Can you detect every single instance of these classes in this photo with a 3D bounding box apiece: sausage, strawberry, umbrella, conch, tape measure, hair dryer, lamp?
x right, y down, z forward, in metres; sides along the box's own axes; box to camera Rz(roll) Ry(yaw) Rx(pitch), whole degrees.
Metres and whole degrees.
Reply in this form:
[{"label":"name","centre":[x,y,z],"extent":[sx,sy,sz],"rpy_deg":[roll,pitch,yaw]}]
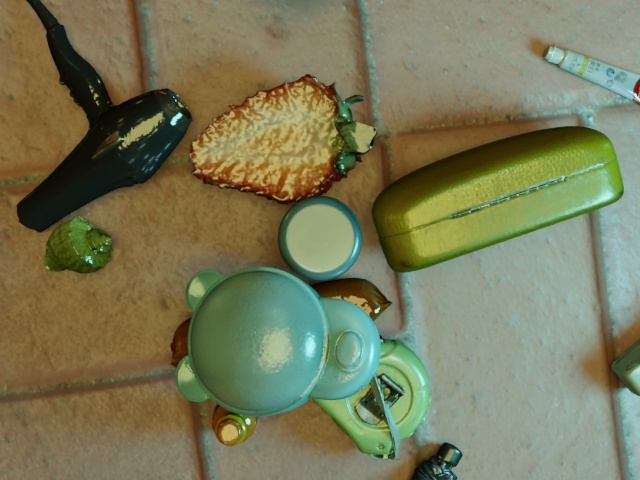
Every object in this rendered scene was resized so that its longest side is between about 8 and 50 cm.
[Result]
[{"label":"sausage","centre":[-0.064,0.123,1.633],"extent":[0.348,0.097,0.094],"rpy_deg":[-17,100,-3]},{"label":"strawberry","centre":[-0.050,-0.145,1.629],"extent":[0.286,0.106,0.188],"rpy_deg":[-8,88,10]},{"label":"umbrella","centre":[0.142,0.410,1.671],"extent":[0.071,0.080,0.224],"rpy_deg":[33,86,31]},{"label":"conch","centre":[-0.371,0.010,1.636],"extent":[0.121,0.074,0.089],"rpy_deg":[-17,87,18]},{"label":"tape measure","centre":[0.079,0.232,1.639],"extent":[0.175,0.106,0.200],"rpy_deg":[-41,94,1]},{"label":"hair dryer","centre":[-0.388,-0.218,1.628],"extent":[0.303,0.120,0.360],"rpy_deg":[-33,83,13]},{"label":"lamp","centre":[-0.058,0.145,1.513],"extent":[0.283,0.147,0.210],"rpy_deg":[7,86,-4]}]

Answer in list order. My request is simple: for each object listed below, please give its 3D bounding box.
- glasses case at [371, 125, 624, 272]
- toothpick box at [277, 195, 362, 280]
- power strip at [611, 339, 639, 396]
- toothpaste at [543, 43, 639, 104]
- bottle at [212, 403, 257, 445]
[{"label":"glasses case","centre":[0.256,-0.073,1.604],"extent":[0.371,0.173,0.141],"rpy_deg":[-18,93,-5]},{"label":"toothpick box","centre":[0.000,0.000,1.592],"extent":[0.120,0.184,0.120],"rpy_deg":[0,87,0]},{"label":"power strip","centre":[0.623,0.101,1.670],"extent":[0.385,0.091,0.062],"rpy_deg":[-39,95,-1]},{"label":"toothpaste","centre":[0.440,-0.261,1.682],"extent":[0.190,0.031,0.048],"rpy_deg":[20,87,-6]},{"label":"bottle","centre":[-0.128,0.266,1.590],"extent":[0.069,0.187,0.069],"rpy_deg":[0,90,-1]}]
